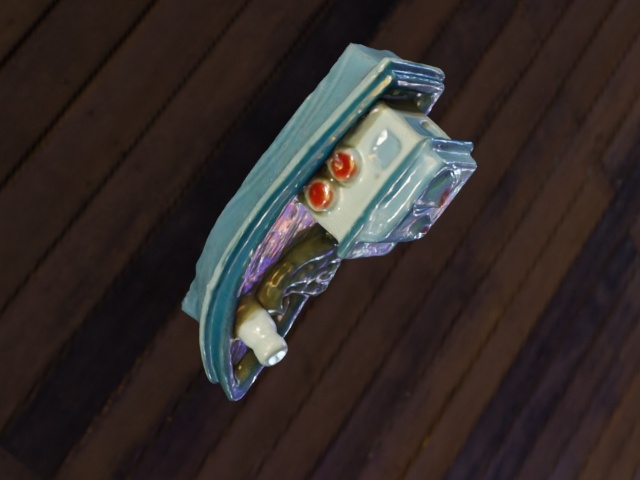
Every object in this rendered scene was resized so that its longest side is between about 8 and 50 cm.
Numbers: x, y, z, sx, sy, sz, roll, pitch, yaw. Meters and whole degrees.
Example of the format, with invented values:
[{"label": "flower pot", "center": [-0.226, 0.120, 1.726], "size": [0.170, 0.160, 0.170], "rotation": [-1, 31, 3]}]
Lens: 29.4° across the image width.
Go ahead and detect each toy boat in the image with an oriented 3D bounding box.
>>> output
[{"label": "toy boat", "center": [0.000, 0.000, 0.728], "size": [0.238, 0.098, 0.109], "rotation": [-53, 157, 21]}]
